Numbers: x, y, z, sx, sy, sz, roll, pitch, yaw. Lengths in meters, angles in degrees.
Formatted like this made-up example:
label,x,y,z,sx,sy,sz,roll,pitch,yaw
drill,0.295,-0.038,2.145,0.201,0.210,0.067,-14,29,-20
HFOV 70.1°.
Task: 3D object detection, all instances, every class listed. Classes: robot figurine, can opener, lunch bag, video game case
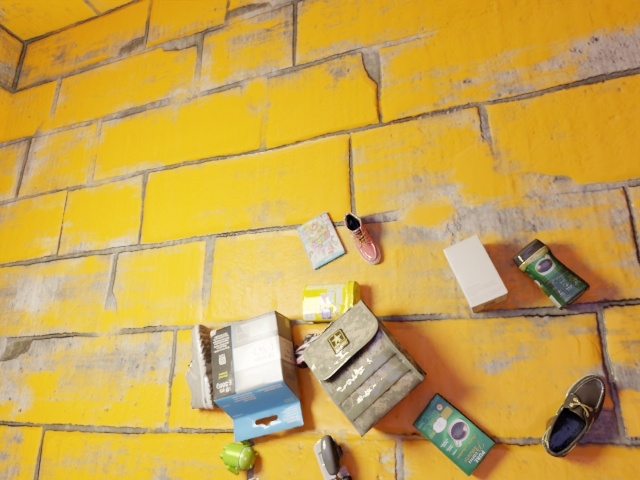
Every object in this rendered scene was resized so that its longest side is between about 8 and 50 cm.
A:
label,x,y,z,sx,sy,sz,roll,pitch,yaw
robot figurine,-0.246,0.651,1.376,0.115,0.067,0.101,2,42,24
can opener,0.051,0.677,1.241,0.074,0.093,0.280,-28,69,11
lunch bag,0.113,0.338,1.264,0.235,0.169,0.287,-43,73,3
video game case,0.000,0.000,1.522,0.119,0.015,0.166,-29,65,11

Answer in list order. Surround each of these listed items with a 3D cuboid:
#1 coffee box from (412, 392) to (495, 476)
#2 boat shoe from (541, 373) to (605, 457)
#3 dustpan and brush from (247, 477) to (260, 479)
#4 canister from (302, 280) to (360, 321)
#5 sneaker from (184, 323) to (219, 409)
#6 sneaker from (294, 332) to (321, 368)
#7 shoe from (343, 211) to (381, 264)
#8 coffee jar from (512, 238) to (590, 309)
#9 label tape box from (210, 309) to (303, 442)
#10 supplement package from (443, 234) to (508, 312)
label,x,y,z,sx,sy,sz,roll,pitch,yaw
coffee box,0.348,0.506,1.199,0.184,0.040,0.113,36,89,28
boat shoe,0.619,0.423,1.102,0.081,0.069,0.227,32,87,27
dustpan and brush,-0.255,0.810,1.331,0.211,0.060,0.147,-32,64,9
canister,0.032,0.192,1.414,0.170,0.073,0.126,-5,71,22
sneaker,-0.403,0.416,1.496,0.115,0.105,0.281,-17,68,16
sneaker,-0.011,0.309,1.397,0.178,0.072,0.077,-33,52,2
shoe,0.127,-0.007,1.436,0.064,0.081,0.178,-31,64,10
coffee jar,0.607,0.087,1.213,0.096,0.079,0.184,-41,64,9
label tape box,-0.200,0.410,1.391,0.241,0.106,0.333,-21,58,15
supplement package,0.430,0.094,1.267,0.105,0.105,0.179,-26,66,13
